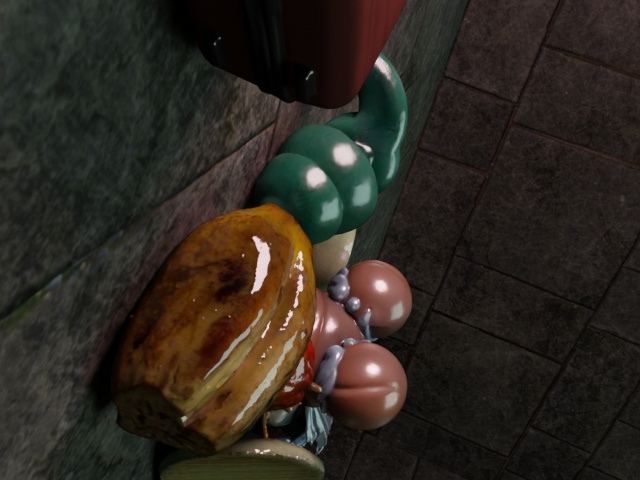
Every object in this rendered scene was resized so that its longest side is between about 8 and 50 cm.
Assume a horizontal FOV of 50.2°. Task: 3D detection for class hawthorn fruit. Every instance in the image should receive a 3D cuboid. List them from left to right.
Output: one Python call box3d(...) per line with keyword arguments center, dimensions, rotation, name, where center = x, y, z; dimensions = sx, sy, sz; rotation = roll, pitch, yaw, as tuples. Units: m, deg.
box3d(center=(-0.093, 0.147, 0.935), dimensions=(0.173, 0.179, 0.173), rotation=(-22, 122, -41), name="hawthorn fruit")

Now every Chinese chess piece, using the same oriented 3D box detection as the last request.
box3d(center=(0.000, 0.000, 1.217), dimensions=(0.188, 0.083, 0.188), rotation=(-163, -90, -75), name="Chinese chess piece")

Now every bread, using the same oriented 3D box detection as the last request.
box3d(center=(-0.121, 0.355, 1.057), dimensions=(0.267, 0.267, 0.040), rotation=(98, -9, -55), name="bread")

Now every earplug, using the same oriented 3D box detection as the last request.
box3d(center=(0.012, -0.121, 0.949), dimensions=(0.280, 0.164, 0.257), rotation=(-48, 154, -34), name="earplug")

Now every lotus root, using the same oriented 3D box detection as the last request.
box3d(center=(-0.099, 0.092, 0.758), dimensions=(0.193, 0.193, 0.291), rotation=(96, 19, -59), name="lotus root")

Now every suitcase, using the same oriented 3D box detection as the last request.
box3d(center=(-0.006, -0.265, 0.506), dimensions=(0.297, 0.161, 0.236), rotation=(87, 28, -67), name="suitcase")

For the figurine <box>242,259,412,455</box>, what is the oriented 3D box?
box3d(center=(-0.011, 0.219, 1.144), dimensions=(0.388, 0.248, 0.277), rotation=(111, -12, -51), name="figurine")
